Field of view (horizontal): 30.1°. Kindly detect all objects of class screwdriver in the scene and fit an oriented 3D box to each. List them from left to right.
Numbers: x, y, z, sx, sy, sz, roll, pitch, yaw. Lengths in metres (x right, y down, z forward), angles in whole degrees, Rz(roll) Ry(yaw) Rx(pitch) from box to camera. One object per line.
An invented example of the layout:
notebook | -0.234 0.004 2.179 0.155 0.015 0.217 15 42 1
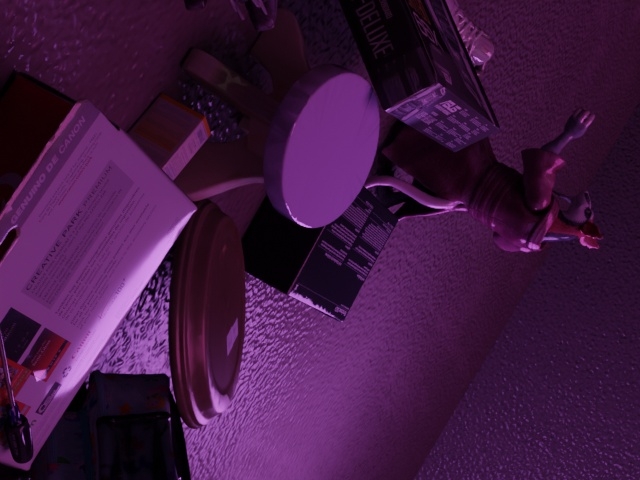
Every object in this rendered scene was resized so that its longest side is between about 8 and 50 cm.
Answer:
screwdriver | -0.271 0.132 1.033 0.024 0.025 0.170 -40 140 -39

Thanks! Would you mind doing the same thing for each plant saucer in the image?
plant saucer | -0.130 0.087 1.431 0.278 0.041 0.278 1 90 -83

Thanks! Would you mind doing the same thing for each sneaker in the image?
sneaker | 0.204 -0.311 1.764 0.090 0.115 0.232 -60 158 -2

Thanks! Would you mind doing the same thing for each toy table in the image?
toy table | -0.047 -0.133 1.362 0.252 0.160 0.274 -55 158 -17

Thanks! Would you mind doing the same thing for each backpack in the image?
backpack | -0.236 0.277 1.369 0.254 0.191 0.225 -98 -163 -52

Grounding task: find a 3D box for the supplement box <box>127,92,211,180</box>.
supplement box | -0.171 -0.099 1.260 0.098 0.062 0.036 -53 158 -20

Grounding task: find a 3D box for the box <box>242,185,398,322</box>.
box | 0.000 0.000 1.707 0.184 0.103 0.261 -63 159 -4

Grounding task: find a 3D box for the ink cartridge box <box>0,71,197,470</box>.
ink cartridge box | -0.282 0.024 1.068 0.309 0.130 0.272 -58 158 -10

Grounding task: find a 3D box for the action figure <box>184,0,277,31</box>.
action figure | -0.119 -0.273 1.034 0.285 0.185 0.099 32 62 -73

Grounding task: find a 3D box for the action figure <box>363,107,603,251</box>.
action figure | 0.264 -0.078 1.836 0.275 0.370 0.248 -38 146 -38

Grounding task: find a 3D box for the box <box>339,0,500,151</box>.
box | 0.113 -0.253 1.478 0.076 0.243 0.307 -25 166 18
